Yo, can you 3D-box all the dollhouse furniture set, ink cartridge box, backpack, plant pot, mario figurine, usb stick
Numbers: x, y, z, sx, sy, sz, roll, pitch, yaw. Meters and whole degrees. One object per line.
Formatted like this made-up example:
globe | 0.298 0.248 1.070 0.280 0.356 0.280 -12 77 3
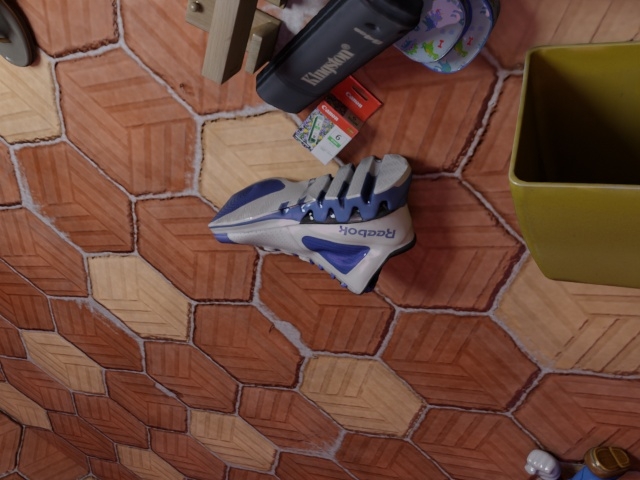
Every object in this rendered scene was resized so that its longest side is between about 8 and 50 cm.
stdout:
dollhouse furniture set | -0.122 -0.266 0.622 0.123 0.151 0.144 27 132 2
ink cartridge box | 0.020 -0.158 0.729 0.063 0.029 0.115 40 134 -10
backpack | 0.122 -0.234 0.579 0.114 0.084 0.105 33 136 -7
plant pot | 0.313 -0.063 0.564 0.213 0.212 0.187 4 142 22
mario figurine | 0.437 0.508 0.993 0.170 0.198 0.320 17 130 -6
usb stick | 0.005 -0.206 0.612 0.077 0.045 0.278 29 161 -22

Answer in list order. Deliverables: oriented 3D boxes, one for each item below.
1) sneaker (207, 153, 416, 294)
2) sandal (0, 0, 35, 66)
sneaker | 0.001 0.000 0.805 0.316 0.127 0.182 -8 122 28
sandal | -0.489 -0.339 0.781 0.090 0.060 0.219 19 147 16
